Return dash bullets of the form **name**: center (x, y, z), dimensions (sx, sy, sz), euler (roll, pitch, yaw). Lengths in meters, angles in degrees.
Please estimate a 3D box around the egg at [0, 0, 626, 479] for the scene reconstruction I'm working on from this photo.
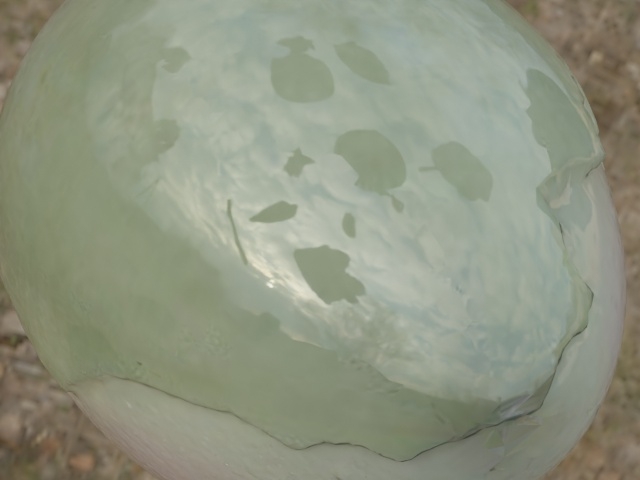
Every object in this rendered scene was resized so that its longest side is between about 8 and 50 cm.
- **egg**: center (0.000, 0.000, 0.572), dimensions (0.183, 0.183, 0.217), euler (-1, 26, -25)
